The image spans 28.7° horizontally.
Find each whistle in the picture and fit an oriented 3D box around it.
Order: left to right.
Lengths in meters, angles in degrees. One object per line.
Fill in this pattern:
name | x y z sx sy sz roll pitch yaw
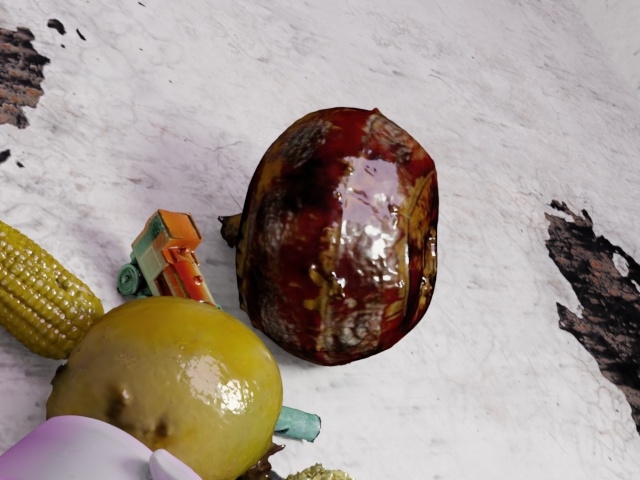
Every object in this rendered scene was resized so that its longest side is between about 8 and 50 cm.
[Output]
whistle | -0.080 0.206 1.489 0.186 0.039 0.039 20 39 -37

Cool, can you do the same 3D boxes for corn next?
corn | -0.331 0.037 1.326 0.262 0.097 0.097 41 31 -8

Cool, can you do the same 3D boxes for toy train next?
toy train | -0.171 0.062 1.470 0.074 0.118 0.176 4 49 -45

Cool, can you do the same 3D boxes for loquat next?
loquat | -0.150 0.171 1.259 0.244 0.244 0.244 31 34 -24

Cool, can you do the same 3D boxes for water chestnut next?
water chestnut | 0.000 0.000 1.636 0.302 0.350 0.350 8 24 19

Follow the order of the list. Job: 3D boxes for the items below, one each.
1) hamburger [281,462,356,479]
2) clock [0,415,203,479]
hamburger | 0.028 0.342 1.298 0.243 0.139 0.261 48 -8 21
clock | -0.169 0.313 0.982 0.338 0.338 0.102 49 36 4
